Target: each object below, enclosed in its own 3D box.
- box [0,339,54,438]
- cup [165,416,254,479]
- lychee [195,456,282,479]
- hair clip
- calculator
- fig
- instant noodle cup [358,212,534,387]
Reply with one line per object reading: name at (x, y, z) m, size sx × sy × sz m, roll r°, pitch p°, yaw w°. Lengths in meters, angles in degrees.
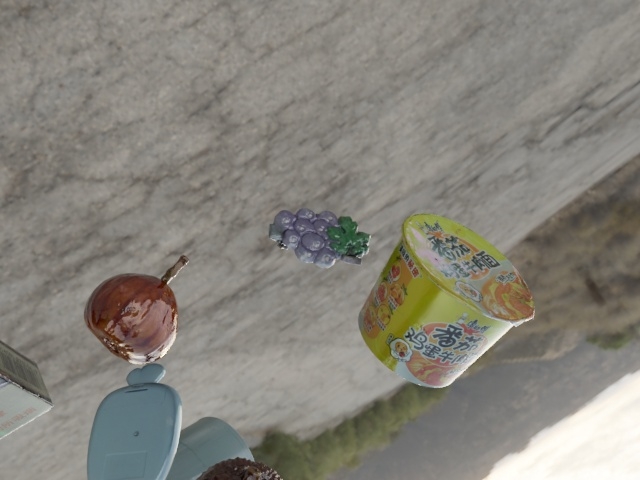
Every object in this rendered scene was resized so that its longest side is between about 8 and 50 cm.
box at (-0.501, 0.184, 1.082) m, size 0.198 × 0.084 × 0.310 m, roll -31°, pitch 150°, yaw -3°
cup at (-0.375, 0.637, 2.184) m, size 0.311 × 0.256 × 0.331 m, roll -21°, pitch 166°, yaw -46°
lychee at (-0.176, 0.587, 1.811) m, size 0.236 × 0.236 × 0.271 m, roll -17°, pitch 124°, yaw -58°
hair clip at (0.000, 0.000, 1.596) m, size 0.196 × 0.124 × 0.052 m, roll 5°, pitch 150°, yaw -12°
calculator at (-0.360, 0.372, 1.671) m, size 0.188 × 0.302 × 0.042 m, roll -11°, pitch 143°, yaw 15°
fig at (-0.247, 0.087, 1.140) m, size 0.128 × 0.150 × 0.128 m, roll 5°, pitch 175°, yaw 0°
instant noodle cup at (0.196, 0.108, 1.466) m, size 0.264 × 0.264 × 0.200 m, roll -19°, pitch 148°, yaw -56°
